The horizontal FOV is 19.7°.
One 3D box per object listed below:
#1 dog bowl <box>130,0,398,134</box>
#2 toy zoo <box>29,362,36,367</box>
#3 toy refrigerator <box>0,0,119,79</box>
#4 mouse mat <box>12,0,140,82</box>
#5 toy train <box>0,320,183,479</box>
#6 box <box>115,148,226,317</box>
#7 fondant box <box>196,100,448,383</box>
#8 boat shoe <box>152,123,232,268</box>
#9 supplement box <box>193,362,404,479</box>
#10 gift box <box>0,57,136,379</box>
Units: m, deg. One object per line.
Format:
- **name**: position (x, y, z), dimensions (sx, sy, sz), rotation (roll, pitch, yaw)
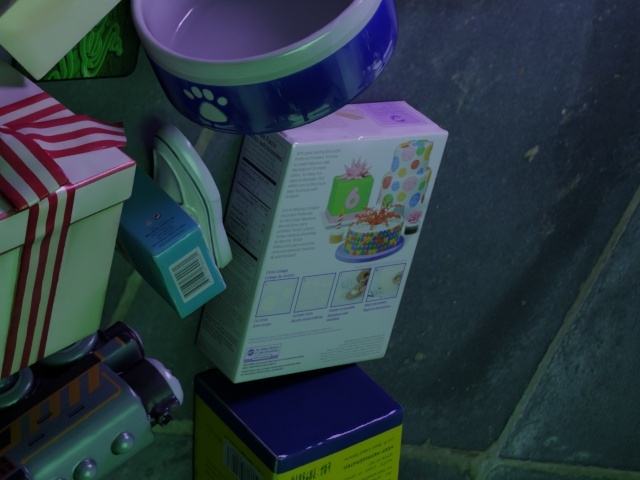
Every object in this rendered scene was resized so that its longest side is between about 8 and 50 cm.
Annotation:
- **dog bowl**: position (-0.056, -0.236, 1.897), dimensions (0.265, 0.265, 0.104), rotation (-35, 138, -15)
- **toy zoo**: position (-0.424, 0.199, 2.077), dimensions (0.293, 0.030, 0.192), rotation (-46, 138, -4)
- **toy refrigerator**: position (-0.230, -0.298, 1.816), dimensions (0.269, 0.102, 0.094), rotation (-44, 134, -2)
- **mouse mat**: position (-0.243, -0.253, 1.920), dimensions (0.153, 0.007, 0.189), rotation (-8, 125, -37)
- **toy train**: position (-0.309, 0.218, 2.016), dimensions (0.334, 0.190, 0.142), rotation (-34, 136, -23)
- **box**: position (-0.198, -0.027, 1.942), dimensions (0.060, 0.244, 0.100), rotation (-35, 136, -15)
- **fondant box**: position (0.000, 0.000, 2.243), dimensions (0.238, 0.096, 0.330), rotation (-7, 124, -37)
- **boat shoe**: position (-0.158, -0.031, 2.094), dimensions (0.076, 0.083, 0.226), rotation (-35, 137, -17)
- **supplement box**: position (-0.035, 0.333, 2.381), dimensions (0.194, 0.195, 0.356), rotation (-18, 129, -30)
- **gift box**: position (-0.340, -0.039, 1.803), dimensions (0.276, 0.255, 0.258), rotation (-33, 149, -44)
